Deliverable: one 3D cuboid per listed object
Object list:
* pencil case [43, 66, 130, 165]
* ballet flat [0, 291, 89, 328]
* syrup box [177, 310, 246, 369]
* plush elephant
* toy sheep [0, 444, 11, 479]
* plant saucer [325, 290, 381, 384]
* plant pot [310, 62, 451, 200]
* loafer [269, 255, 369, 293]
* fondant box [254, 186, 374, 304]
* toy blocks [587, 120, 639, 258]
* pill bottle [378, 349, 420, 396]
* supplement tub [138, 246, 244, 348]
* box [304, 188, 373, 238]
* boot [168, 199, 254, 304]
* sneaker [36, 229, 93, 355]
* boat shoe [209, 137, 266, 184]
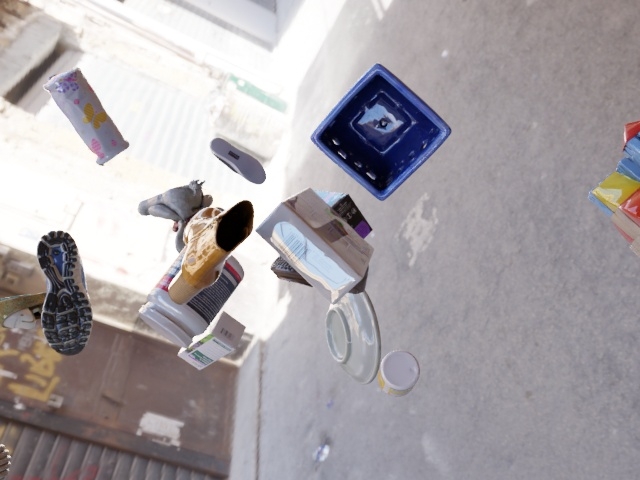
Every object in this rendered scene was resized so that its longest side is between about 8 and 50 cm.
[{"bbox_3d":[-0.655,-0.348,1.733,0.113,0.273,0.124,-41,30,-23],"label":"pencil case"},{"bbox_3d":[-0.913,0.227,1.988,0.123,0.349,0.123,14,110,43],"label":"ballet flat"},{"bbox_3d":[-0.342,0.316,1.920,0.237,0.093,0.096,-35,23,43],"label":"syrup box"},{"bbox_3d":[-0.499,-0.075,2.351,0.330,0.272,0.255,-17,87,53],"label":"plush elephant"},{"bbox_3d":[-0.780,0.534,1.460,0.091,0.091,0.132,-24,82,65],"label":"toy sheep"},{"bbox_3d":[0.101,0.355,2.350,0.400,0.101,0.400,175,90,-70],"label":"plant saucer"},{"bbox_3d":[0.143,-0.267,1.466,0.236,0.236,0.212,-46,8,18],"label":"plant pot"},{"bbox_3d":[-0.007,0.121,2.052,0.366,0.130,0.134,7,36,31],"label":"loafer"},{"bbox_3d":[0.000,0.000,1.451,0.096,0.238,0.330,-46,0,15],"label":"fondant box"},{"bbox_3d":[0.518,-0.031,0.904,0.191,0.261,0.381,-44,-21,9],"label":"toy blocks"},{"bbox_3d":[0.236,0.412,1.877,0.208,0.118,0.117,84,-160,-66],"label":"pill bottle"},{"bbox_3d":[-0.360,0.144,1.728,0.272,0.191,0.191,-55,12,-23],"label":"supplement tub"},{"bbox_3d":[-0.002,-0.045,1.830,0.165,0.143,0.270,-44,25,-18],"label":"box"},{"bbox_3d":[-0.194,-0.019,1.219,0.211,0.104,0.295,-43,22,34],"label":"boot"},{"bbox_3d":[-0.669,0.140,1.642,0.147,0.130,0.329,152,112,-79],"label":"sneaker"},{"bbox_3d":[-0.289,-0.269,2.127,0.080,0.229,0.076,-60,12,-11],"label":"boat shoe"}]
